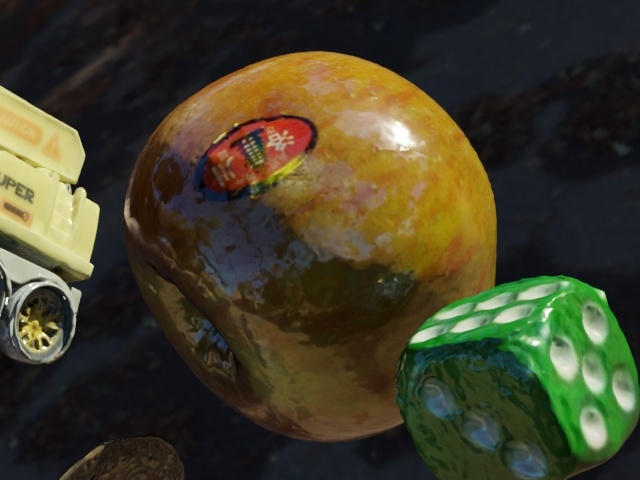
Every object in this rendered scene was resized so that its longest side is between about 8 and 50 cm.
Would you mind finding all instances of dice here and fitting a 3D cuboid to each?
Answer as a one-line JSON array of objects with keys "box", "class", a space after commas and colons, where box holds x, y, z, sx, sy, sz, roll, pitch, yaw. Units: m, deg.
[{"box": [0.138, 0.100, 1.096, 0.128, 0.120, 0.131, -15, 13, 40], "class": "dice"}]

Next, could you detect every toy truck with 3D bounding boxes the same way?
[{"box": [-0.238, -0.035, 0.861, 0.124, 0.272, 0.157, 1, 70, 38], "class": "toy truck"}]

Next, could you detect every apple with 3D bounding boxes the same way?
[{"box": [0.000, 0.000, 1.577, 0.333, 0.400, 0.400, -34, 21, -18], "class": "apple"}]

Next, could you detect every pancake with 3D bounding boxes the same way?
[{"box": [-0.195, 0.258, 1.445, 0.020, 0.190, 0.184, 28, 42, 32], "class": "pancake"}]

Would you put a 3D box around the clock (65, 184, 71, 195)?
[{"box": [-0.349, -0.041, 1.622, 0.231, 0.144, 0.103, -39, 25, -20], "class": "clock"}]
